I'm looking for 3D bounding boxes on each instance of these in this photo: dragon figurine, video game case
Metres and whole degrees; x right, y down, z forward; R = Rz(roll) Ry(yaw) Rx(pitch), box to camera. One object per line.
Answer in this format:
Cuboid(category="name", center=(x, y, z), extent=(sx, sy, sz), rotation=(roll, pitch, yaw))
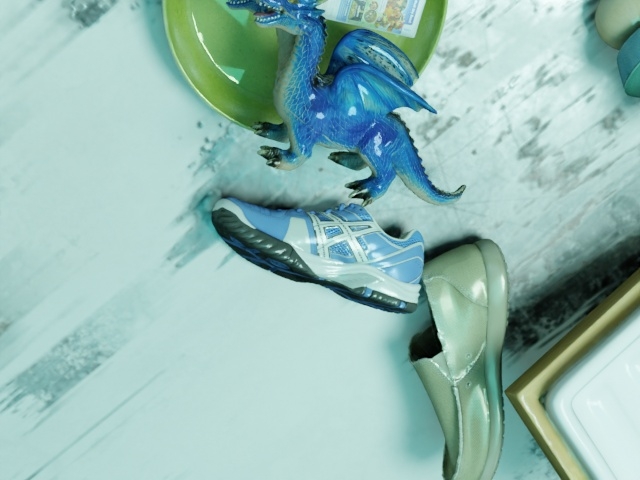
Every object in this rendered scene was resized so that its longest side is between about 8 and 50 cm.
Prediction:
Cuboid(category="dragon figurine", center=(0.039, -0.114, 0.909), extent=(0.289, 0.085, 0.144), rotation=(22, 117, -22))
Cuboid(category="video game case", center=(0.032, -0.219, 0.903), extent=(0.122, 0.011, 0.087), rotation=(9, 114, -16))

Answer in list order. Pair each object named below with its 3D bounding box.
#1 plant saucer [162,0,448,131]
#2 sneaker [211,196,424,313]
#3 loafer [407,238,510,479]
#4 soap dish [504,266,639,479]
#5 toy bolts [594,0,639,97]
Cuboid(category="plant saucer", center=(-0.013, -0.203, 0.930), extent=(0.241, 0.037, 0.241), rotation=(-5, 118, -9))
Cuboid(category="sneaker", center=(0.000, 0.000, 1.028), extent=(0.211, 0.080, 0.081), rotation=(21, 79, -16))
Cuboid(category="loafer", center=(0.133, 0.127, 1.103), extent=(0.092, 0.102, 0.268), rotation=(0, 105, -1))
Cuboid(category="soap dish", center=(0.332, 0.148, 1.066), extent=(0.291, 0.118, 0.229), rotation=(-38, 100, -20))
Cuboid(category="toy bolts", center=(0.360, -0.189, 0.992), extent=(0.229, 0.158, 0.218), rotation=(-31, 160, -6))
